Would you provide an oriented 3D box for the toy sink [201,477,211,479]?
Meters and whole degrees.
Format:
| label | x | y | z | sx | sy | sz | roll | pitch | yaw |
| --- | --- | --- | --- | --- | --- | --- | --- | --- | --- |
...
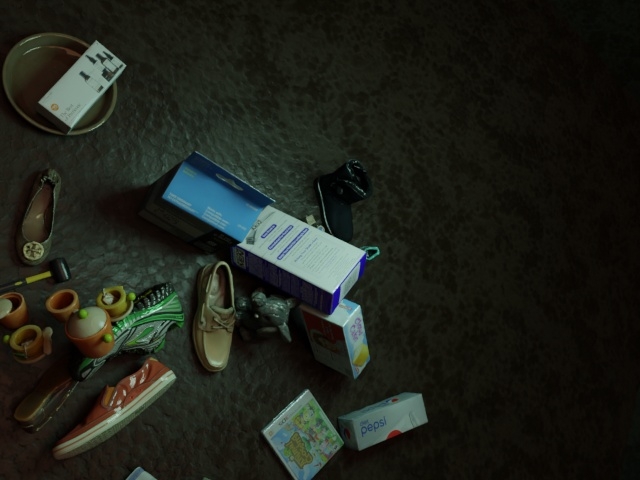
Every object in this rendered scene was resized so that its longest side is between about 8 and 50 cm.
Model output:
| label | x | y | z | sx | sy | sz | roll | pitch | yaw |
| --- | --- | --- | --- | --- | --- | --- | --- | --- | --- |
| toy sink | -0.292 | 0.748 | 1.536 | 0.131 | 0.153 | 0.234 | 47 | 59 | -17 |

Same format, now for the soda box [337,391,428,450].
| label | x | y | z | sx | sy | sz | roll | pitch | yaw |
| --- | --- | --- | --- | --- | --- | --- | --- | --- | --- |
| soda box | 0.199 | 0.567 | 1.917 | 0.287 | 0.091 | 0.098 | -9 | 86 | -33 |

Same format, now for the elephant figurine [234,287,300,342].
| label | x | y | z | sx | sy | sz | roll | pitch | yaw |
| --- | --- | --- | --- | --- | --- | --- | --- | --- | --- |
| elephant figurine | -0.134 | 0.210 | 1.686 | 0.186 | 0.239 | 0.169 | -19 | 91 | -34 |

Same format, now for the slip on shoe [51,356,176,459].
| label | x | y | z | sx | sy | sz | roll | pitch | yaw |
| --- | --- | --- | --- | --- | --- | --- | --- | --- | --- |
| slip on shoe | -0.513 | 0.410 | 1.495 | 0.101 | 0.123 | 0.331 | 46 | 58 | 10 |

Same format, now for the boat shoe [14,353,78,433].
| label | x | y | z | sx | sy | sz | roll | pitch | yaw |
| --- | --- | --- | --- | --- | --- | --- | --- | --- | --- |
| boat shoe | -0.634 | 0.362 | 1.447 | 0.207 | 0.073 | 0.073 | -52 | 145 | -38 |

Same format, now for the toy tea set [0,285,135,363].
| label | x | y | z | sx | sy | sz | roll | pitch | yaw |
| --- | --- | --- | --- | --- | --- | --- | --- | --- | --- |
| toy tea set | -0.600 | 0.166 | 1.365 | 0.336 | 0.124 | 0.200 | -5 | 44 | -1 |

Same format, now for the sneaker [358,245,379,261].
| label | x | y | z | sx | sy | sz | roll | pitch | yaw |
| --- | --- | --- | --- | --- | --- | --- | --- | --- | --- |
| sneaker | 0.123 | 0.050 | 1.979 | 0.167 | 0.076 | 0.064 | -21 | 91 | -33 |

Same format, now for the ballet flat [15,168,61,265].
| label | x | y | z | sx | sy | sz | roll | pitch | yaw |
| --- | --- | --- | --- | --- | --- | --- | --- | --- | --- |
| ballet flat | -0.689 | -0.061 | 1.496 | 0.084 | 0.058 | 0.249 | 17 | 72 | -28 |

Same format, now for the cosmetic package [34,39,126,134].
| label | x | y | z | sx | sy | sz | roll | pitch | yaw |
| --- | --- | --- | --- | --- | --- | --- | --- | --- | --- |
| cosmetic package | -0.613 | -0.395 | 1.561 | 0.099 | 0.060 | 0.239 | 38 | 63 | -20 |

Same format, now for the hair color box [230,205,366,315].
| label | x | y | z | sx | sy | sz | roll | pitch | yaw |
| --- | --- | --- | --- | --- | --- | --- | --- | --- | --- |
| hair color box | -0.065 | 0.050 | 1.717 | 0.339 | 0.110 | 0.185 | 27 | 50 | 19 |

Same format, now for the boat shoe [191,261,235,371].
| label | x | y | z | sx | sy | sz | roll | pitch | yaw |
| --- | --- | --- | --- | --- | --- | --- | --- | --- | --- |
| boat shoe | -0.286 | 0.208 | 1.675 | 0.109 | 0.098 | 0.302 | 6 | 77 | -31 |

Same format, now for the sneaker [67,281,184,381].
| label | x | y | z | sx | sy | sz | roll | pitch | yaw |
| --- | --- | --- | --- | --- | --- | --- | --- | --- | --- |
| sneaker | -0.467 | 0.242 | 1.513 | 0.343 | 0.134 | 0.146 | -39 | 106 | -43 |

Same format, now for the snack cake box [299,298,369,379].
| label | x | y | z | sx | sy | sz | roll | pitch | yaw |
| --- | --- | --- | --- | --- | --- | --- | --- | --- | --- |
| snack cake box | 0.045 | 0.273 | 1.768 | 0.089 | 0.152 | 0.264 | -48 | 144 | -30 |

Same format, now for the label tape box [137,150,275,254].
| label | x | y | z | sx | sy | sz | roll | pitch | yaw |
| --- | --- | --- | --- | --- | --- | --- | --- | --- | --- |
| label tape box | -0.307 | -0.083 | 1.577 | 0.241 | 0.334 | 0.105 | 31 | 66 | -24 |

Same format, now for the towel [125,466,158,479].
| label | x | y | z | sx | sy | sz | roll | pitch | yaw |
| --- | --- | --- | --- | --- | --- | --- | --- | --- | --- |
| towel | -0.407 | 0.699 | 1.441 | 0.285 | 0.034 | 0.209 | 28 | 58 | 22 |

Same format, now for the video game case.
| label | x | y | z | sx | sy | sz | roll | pitch | yaw |
| --- | --- | --- | --- | --- | --- | --- | --- | --- | --- |
| video game case | -0.050 | 0.584 | 1.797 | 0.193 | 0.023 | 0.212 | -38 | 101 | -32 |

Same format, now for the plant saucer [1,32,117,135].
| label | x | y | z | sx | sy | sz | roll | pitch | yaw |
| --- | --- | --- | --- | --- | --- | --- | --- | --- | --- |
| plant saucer | -0.676 | -0.403 | 1.583 | 0.278 | 0.041 | 0.277 | 6 | 78 | -31 |

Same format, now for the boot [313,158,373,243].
| label | x | y | z | sx | sy | sz | roll | pitch | yaw |
| --- | --- | --- | --- | --- | --- | --- | --- | --- | --- |
| boot | 0.086 | -0.117 | 1.910 | 0.094 | 0.207 | 0.246 | -20 | 92 | -34 |

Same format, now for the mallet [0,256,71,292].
| label | x | y | z | sx | sy | sz | roll | pitch | yaw |
| --- | --- | --- | --- | --- | --- | --- | --- | --- | --- |
| mallet | -0.708 | 0.087 | 1.473 | 0.190 | 0.039 | 0.062 | -12 | 88 | -30 |

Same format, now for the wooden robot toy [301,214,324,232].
| label | x | y | z | sx | sy | sz | roll | pitch | yaw |
| --- | --- | --- | --- | --- | --- | --- | --- | --- | --- |
| wooden robot toy | 0.000 | 0.000 | 1.909 | 0.076 | 0.079 | 0.173 | -10 | 87 | -33 |
